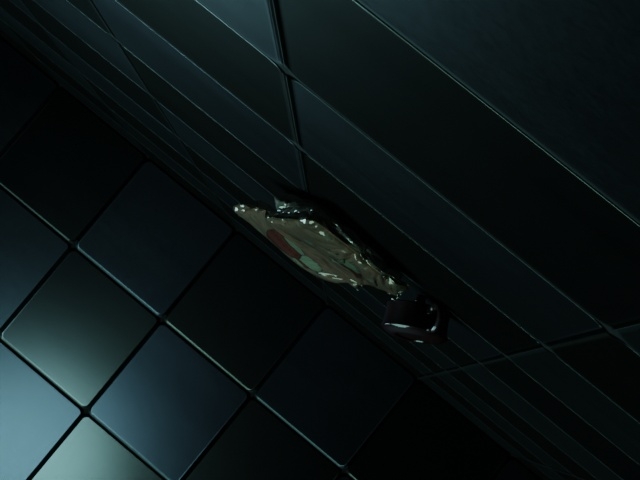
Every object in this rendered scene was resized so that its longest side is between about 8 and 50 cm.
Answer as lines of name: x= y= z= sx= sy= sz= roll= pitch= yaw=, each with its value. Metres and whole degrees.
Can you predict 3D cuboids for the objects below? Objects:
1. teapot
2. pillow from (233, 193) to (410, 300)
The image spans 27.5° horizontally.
teapot: x=0.098 y=0.075 z=1.297 sx=0.067 sy=0.045 sz=0.100 roll=17 pitch=165 yaw=-21
pillow: x=0.000 y=0.000 z=1.327 sx=0.135 sy=0.049 sz=0.248 roll=40 pitch=171 yaw=-18
